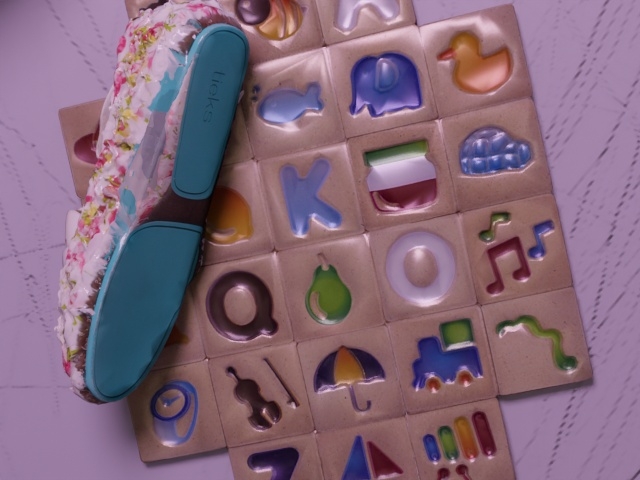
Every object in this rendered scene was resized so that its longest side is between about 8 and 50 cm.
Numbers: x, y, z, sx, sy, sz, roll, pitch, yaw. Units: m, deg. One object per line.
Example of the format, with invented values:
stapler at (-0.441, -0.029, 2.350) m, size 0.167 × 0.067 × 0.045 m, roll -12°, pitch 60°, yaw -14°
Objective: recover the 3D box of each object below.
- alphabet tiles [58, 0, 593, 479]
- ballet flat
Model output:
alphabet tiles at (0.000, 0.000, 0.674) m, size 0.285 × 0.011 × 0.342 m, roll -12°, pitch 93°, yaw 8°
ballet flat at (-0.106, -0.026, 0.649) m, size 0.077 × 0.091 × 0.241 m, roll 21°, pitch 93°, yaw 36°
